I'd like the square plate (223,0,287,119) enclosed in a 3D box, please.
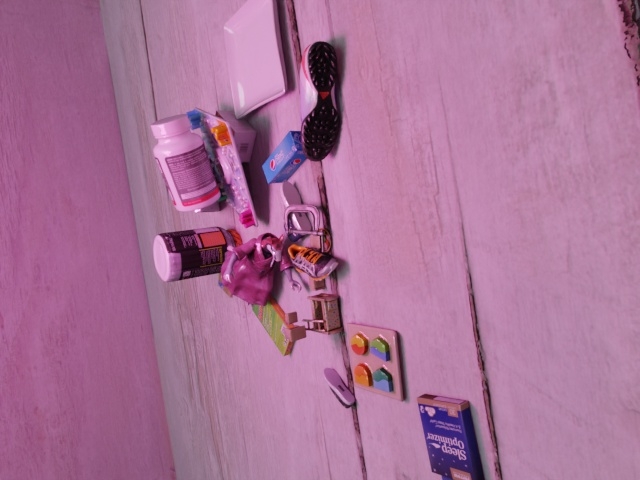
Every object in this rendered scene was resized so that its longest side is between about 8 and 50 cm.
[{"bbox_3d":[-0.217,-0.619,1.557,0.344,0.049,0.346,-4,94,55],"label":"square plate"}]

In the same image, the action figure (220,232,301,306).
[{"bbox_3d":[-0.196,0.071,1.608,0.370,0.248,0.275,-52,24,44],"label":"action figure"}]

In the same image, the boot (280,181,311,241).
[{"bbox_3d":[-0.100,-0.091,1.496,0.086,0.069,0.189,-35,70,45],"label":"boot"}]

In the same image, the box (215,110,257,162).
[{"bbox_3d":[-0.325,-0.387,1.721,0.170,0.091,0.130,49,134,36],"label":"box"}]

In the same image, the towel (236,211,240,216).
[{"bbox_3d":[-0.329,-0.135,1.852,0.083,0.010,0.060,59,140,27],"label":"towel"}]

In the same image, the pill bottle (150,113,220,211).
[{"bbox_3d":[-0.489,-0.279,1.661,0.176,0.176,0.318,23,135,50],"label":"pill bottle"}]

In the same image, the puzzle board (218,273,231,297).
[{"bbox_3d":[-0.421,0.184,2.050,0.128,0.011,0.096,34,125,46],"label":"puzzle board"}]

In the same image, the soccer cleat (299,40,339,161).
[{"bbox_3d":[-0.011,-0.385,1.300,0.116,0.109,0.317,-135,43,-67],"label":"soccer cleat"}]

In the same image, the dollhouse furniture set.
[{"bbox_3d":[-0.029,0.197,1.387,0.101,0.161,0.181,-2,97,54],"label":"dollhouse furniture set"}]

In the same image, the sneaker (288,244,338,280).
[{"bbox_3d":[-0.030,0.061,1.402,0.215,0.084,0.083,6,136,53],"label":"sneaker"}]

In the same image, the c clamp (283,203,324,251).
[{"bbox_3d":[-0.053,-0.044,1.411,0.161,0.022,0.137,12,103,35],"label":"c clamp"}]

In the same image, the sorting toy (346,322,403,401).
[{"bbox_3d":[0.143,0.335,1.288,0.208,0.038,0.192,-1,97,54],"label":"sorting toy"}]

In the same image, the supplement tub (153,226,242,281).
[{"bbox_3d":[-0.483,0.048,1.843,0.194,0.316,0.193,16,110,53],"label":"supplement tub"}]

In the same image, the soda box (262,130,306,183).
[{"bbox_3d":[-0.106,-0.261,1.469,0.210,0.067,0.071,-38,67,50],"label":"soda box"}]

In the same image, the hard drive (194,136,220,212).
[{"bbox_3d":[-0.484,-0.270,1.904,0.203,0.040,0.307,-26,-71,-81],"label":"hard drive"}]

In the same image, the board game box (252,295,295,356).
[{"bbox_3d":[-0.177,0.294,1.720,0.259,0.039,0.124,45,130,36],"label":"board game box"}]

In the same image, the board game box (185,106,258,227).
[{"bbox_3d":[-0.368,-0.270,1.703,0.390,0.050,0.389,35,144,52],"label":"board game box"}]

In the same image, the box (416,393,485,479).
[{"bbox_3d":[0.310,0.487,1.098,0.136,0.037,0.225,-15,86,54],"label":"box"}]

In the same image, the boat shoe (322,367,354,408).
[{"bbox_3d":[0.051,0.459,1.435,0.142,0.049,0.040,46,133,35],"label":"boat shoe"}]

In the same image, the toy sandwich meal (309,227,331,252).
[{"bbox_3d":[0.000,0.000,1.415,0.086,0.029,0.085,16,111,51],"label":"toy sandwich meal"}]
